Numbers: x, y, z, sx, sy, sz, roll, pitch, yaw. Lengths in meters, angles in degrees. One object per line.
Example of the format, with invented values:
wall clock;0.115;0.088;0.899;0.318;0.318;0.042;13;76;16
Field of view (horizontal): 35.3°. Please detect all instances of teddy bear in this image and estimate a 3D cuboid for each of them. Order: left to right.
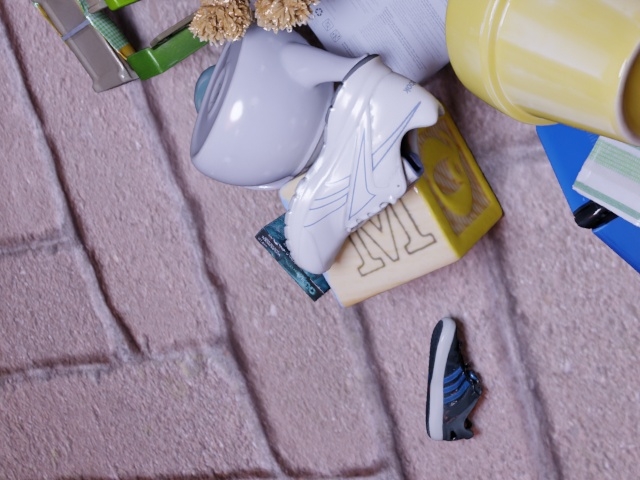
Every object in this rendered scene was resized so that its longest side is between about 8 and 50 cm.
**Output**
teddy bear;-0.102;-0.412;1.294;0.245;0.113;0.337;6;82;24

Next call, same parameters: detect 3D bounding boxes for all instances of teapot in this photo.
teapot;-0.063;-0.175;1.414;0.187;0.256;0.252;20;99;-17

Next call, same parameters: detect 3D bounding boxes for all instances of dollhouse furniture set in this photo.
dollhouse furniture set;-0.287;-0.351;1.512;0.197;0.151;0.302;57;155;-18

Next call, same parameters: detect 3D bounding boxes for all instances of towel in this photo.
towel;0.378;-0.103;1.188;0.113;0.023;0.152;38;107;40

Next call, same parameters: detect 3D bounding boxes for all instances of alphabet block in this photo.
alphabet block;0.098;-0.052;1.375;0.197;0.192;0.193;-26;98;35

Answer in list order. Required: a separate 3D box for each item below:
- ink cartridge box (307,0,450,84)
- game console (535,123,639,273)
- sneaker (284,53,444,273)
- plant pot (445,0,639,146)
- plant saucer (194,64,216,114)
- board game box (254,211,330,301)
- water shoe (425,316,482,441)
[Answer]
ink cartridge box;0.093;-0.318;1.352;0.224;0.045;0.223;-34;91;35
game console;0.458;-0.115;1.245;0.293;0.173;0.250;-36;59;34
sneaker;0.047;-0.071;1.220;0.129;0.111;0.297;29;122;10
plant pot;0.304;-0.224;1.098;0.239;0.254;0.253;45;132;47
plant saucer;-0.149;-0.211;1.547;0.119;0.021;0.119;11;116;25
board game box;0.000;0.000;1.450;0.126;0.186;0.026;47;126;5
water shoe;0.203;0.206;1.507;0.080;0.073;0.203;2;113;0
